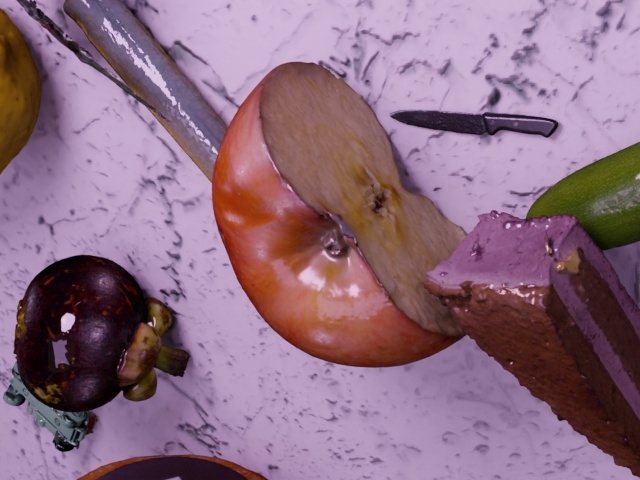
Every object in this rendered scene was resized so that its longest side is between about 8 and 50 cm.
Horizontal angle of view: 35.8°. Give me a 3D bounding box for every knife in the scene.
[{"bbox_3d":[0.141,-0.111,0.933,0.170,0.010,0.023,9,111,30],"label":"knife"}]

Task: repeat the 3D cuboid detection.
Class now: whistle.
[{"bbox_3d":[-0.154,-0.144,1.063,0.057,0.068,0.326,-40,87,2],"label":"whistle"}]

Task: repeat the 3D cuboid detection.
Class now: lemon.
[{"bbox_3d":[-0.462,-0.168,1.129,0.310,0.253,0.253,-11,106,35],"label":"lemon"}]

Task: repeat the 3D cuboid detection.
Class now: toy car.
[{"bbox_3d":[-0.382,0.230,1.391,0.143,0.054,0.073,36,125,17],"label":"toy car"}]

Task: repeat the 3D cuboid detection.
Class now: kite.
[{"bbox_3d":[-0.276,-0.217,1.012,0.323,0.268,0.013,40,87,-4],"label":"kite"}]

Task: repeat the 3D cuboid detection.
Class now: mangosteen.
[{"bbox_3d":[-0.260,0.117,1.201,0.217,0.192,0.192,12,127,-18],"label":"mangosteen"}]

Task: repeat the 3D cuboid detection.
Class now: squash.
[{"bbox_3d":[0.297,-0.056,0.818,0.292,0.082,0.082,-29,96,37],"label":"squash"}]

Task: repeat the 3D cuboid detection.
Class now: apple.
[{"bbox_3d":[0.000,0.000,0.918,0.163,0.251,0.293,-37,91,29],"label":"apple"}]

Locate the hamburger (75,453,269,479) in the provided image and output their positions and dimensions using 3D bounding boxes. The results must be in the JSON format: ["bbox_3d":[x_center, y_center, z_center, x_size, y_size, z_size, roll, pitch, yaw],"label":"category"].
[{"bbox_3d":[-0.178,0.431,1.196,0.330,0.330,0.250,14,114,26],"label":"hamburger"}]

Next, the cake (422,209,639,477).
[{"bbox_3d":[0.236,0.091,0.853,0.295,0.116,0.113,43,153,-18],"label":"cake"}]
